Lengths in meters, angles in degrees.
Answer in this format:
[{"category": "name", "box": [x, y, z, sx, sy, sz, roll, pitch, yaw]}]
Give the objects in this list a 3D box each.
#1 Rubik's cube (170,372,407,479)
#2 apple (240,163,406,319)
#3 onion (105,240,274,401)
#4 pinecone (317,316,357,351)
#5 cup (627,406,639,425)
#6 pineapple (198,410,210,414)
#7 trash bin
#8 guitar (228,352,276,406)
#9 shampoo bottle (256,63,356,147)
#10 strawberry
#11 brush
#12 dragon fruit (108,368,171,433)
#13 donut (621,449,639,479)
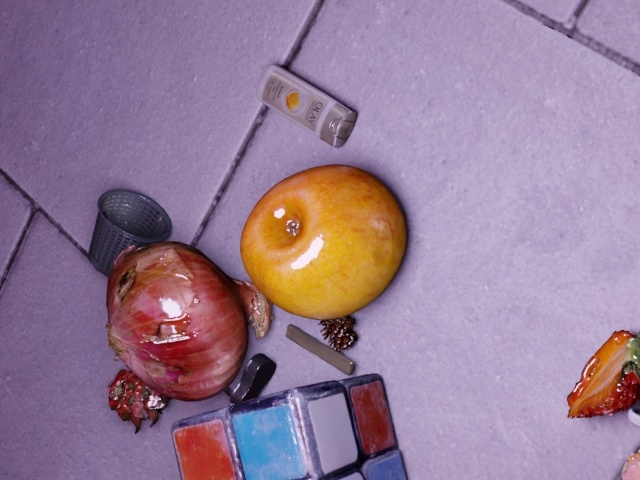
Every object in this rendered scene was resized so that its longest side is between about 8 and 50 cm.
[{"category": "Rubik's cube", "box": [-0.048, 0.441, 1.707, 0.318, 0.316, 0.313, -19, 79, 30]}, {"category": "apple", "box": [0.000, 0.000, 1.709, 0.299, 0.275, 0.299, -5, 81, 35]}, {"category": "onion", "box": [-0.296, 0.165, 1.861, 0.353, 0.353, 0.354, 0, 89, 33]}, {"category": "pinecone", "box": [0.035, 0.179, 1.800, 0.077, 0.077, 0.083, -7, 96, 33]}, {"category": "cup", "box": [0.561, 0.285, 1.413, 0.136, 0.133, 0.099, 47, 114, 25]}, {"category": "pineapple", "box": [-0.198, 0.406, 1.956, 0.159, 0.074, 0.074, -3, 88, 25]}, {"category": "trash bin", "box": [-0.447, -0.002, 2.076, 0.175, 0.175, 0.161, 46, 124, 25]}, {"category": "guitar", "box": [-0.184, 0.357, 1.897, 0.038, 0.084, 0.271, 34, 90, 27]}, {"category": "shampoo bottle", "box": [-0.031, -0.276, 1.856, 0.227, 0.056, 0.086, 36, 109, 28]}, {"category": "strawberry", "box": [0.487, 0.228, 1.478, 0.085, 0.140, 0.192, 29, 89, -8]}, {"category": "brush", "box": [0.002, 0.219, 1.849, 0.190, 0.027, 0.034, 26, 112, 39]}, {"category": "dragon fruit", "box": [-0.414, 0.354, 2.068, 0.142, 0.121, 0.130, 41, 120, 1]}, {"category": "donut", "box": [0.550, 0.384, 1.431, 0.166, 0.117, 0.065, 9, 99, 33]}]
